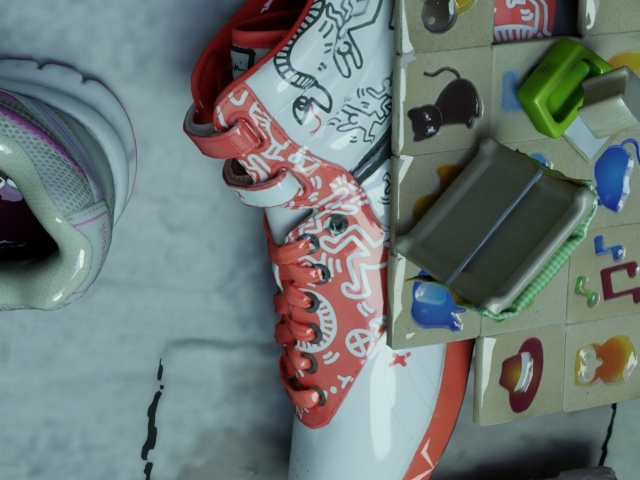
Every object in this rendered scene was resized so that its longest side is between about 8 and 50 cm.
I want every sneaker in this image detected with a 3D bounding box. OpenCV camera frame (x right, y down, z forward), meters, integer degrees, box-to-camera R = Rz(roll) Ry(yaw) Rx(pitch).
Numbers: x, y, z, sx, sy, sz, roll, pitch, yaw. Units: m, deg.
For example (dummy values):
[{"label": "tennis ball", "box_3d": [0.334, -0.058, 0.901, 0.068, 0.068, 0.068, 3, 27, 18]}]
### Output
[{"label": "sneaker", "box_3d": [0.000, -0.001, 0.718, 0.145, 0.090, 0.270, 18, 102, -22]}, {"label": "sneaker", "box_3d": [-0.188, -0.025, 0.652, 0.252, 0.111, 0.103, 2, 111, -14]}]

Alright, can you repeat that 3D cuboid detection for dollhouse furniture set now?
[{"label": "dollhouse furniture set", "box_3d": [0.103, -0.024, 0.650, 0.152, 0.076, 0.058, -50, 122, -4]}]

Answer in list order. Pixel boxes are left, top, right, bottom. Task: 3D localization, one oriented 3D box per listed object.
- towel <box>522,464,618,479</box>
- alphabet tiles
[{"label": "towel", "box_3d": [0.008, 0.283, 0.858, 0.331, 0.053, 0.317, -15, 115, -6]}, {"label": "alphabet tiles", "box_3d": [0.117, -0.044, 0.698, 0.198, 0.009, 0.237, -8, 111, -23]}]
